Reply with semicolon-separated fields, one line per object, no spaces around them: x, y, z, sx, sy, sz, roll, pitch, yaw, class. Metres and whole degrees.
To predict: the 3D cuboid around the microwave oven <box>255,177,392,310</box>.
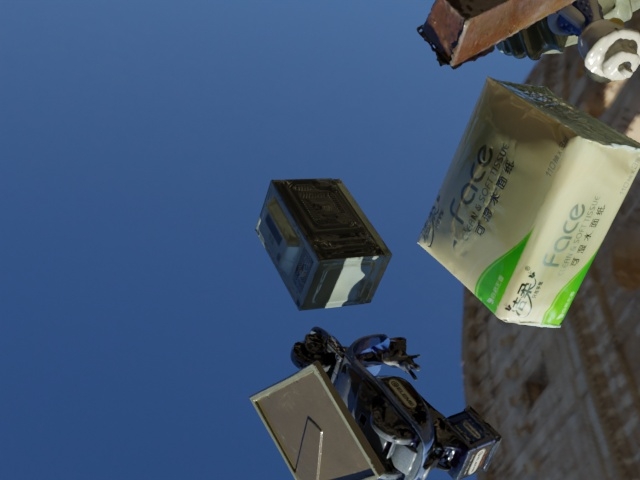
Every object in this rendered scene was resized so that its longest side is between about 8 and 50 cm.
0.000;0.000;1.514;0.162;0.122;0.208;-3;-138;-30;microwave oven

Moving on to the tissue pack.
0.411;-0.081;1.820;0.205;0.405;0.332;5;-153;-33;tissue pack

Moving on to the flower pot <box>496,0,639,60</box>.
0.559;-0.534;1.989;0.367;0.165;0.254;-25;-162;-1;flower pot

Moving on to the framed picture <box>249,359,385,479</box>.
-0.014;0.291;1.357;0.023;0.260;0.189;-29;-96;-31;framed picture

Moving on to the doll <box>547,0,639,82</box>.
0.512;-0.397;1.698;0.138;0.119;0.293;20;-145;-35;doll

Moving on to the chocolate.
0.326;-0.427;1.583;0.321;0.112;0.112;-30;-110;-18;chocolate

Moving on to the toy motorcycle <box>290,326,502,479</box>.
0.110;0.256;1.487;0.212;0.125;0.358;-9;-140;-37;toy motorcycle
